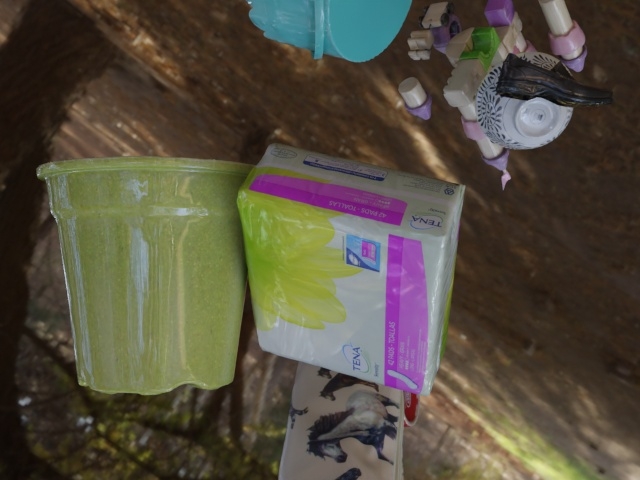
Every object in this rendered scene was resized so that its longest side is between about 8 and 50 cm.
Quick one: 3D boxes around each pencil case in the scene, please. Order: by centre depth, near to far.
[{"bbox_3d":[0.045,0.266,1.113,0.184,0.410,0.160,0,143,13],"label":"pencil case"}]

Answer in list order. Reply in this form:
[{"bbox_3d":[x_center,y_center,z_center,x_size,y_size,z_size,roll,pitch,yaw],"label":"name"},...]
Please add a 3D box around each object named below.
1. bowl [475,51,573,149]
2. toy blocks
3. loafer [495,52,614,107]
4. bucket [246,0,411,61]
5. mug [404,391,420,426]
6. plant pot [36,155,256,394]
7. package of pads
[{"bbox_3d":[0.344,-0.214,1.357,0.170,0.170,0.080,37,-161,-21],"label":"bowl"},{"bbox_3d":[0.340,-0.291,1.622,0.309,0.288,0.260,5,148,40],"label":"toy blocks"},{"bbox_3d":[0.342,-0.229,1.202,0.170,0.061,0.062,10,-178,-4],"label":"loafer"},{"bbox_3d":[0.021,-0.444,1.423,0.183,0.281,0.281,27,170,32],"label":"bucket"},{"bbox_3d":[0.070,0.265,1.335,0.169,0.113,0.150,-7,115,25],"label":"mug"},{"bbox_3d":[-0.192,0.045,0.984,0.276,0.253,0.276,0,177,0],"label":"plant pot"},{"bbox_3d":[0.029,0.041,0.932,0.229,0.101,0.296,14,140,16],"label":"package of pads"}]
